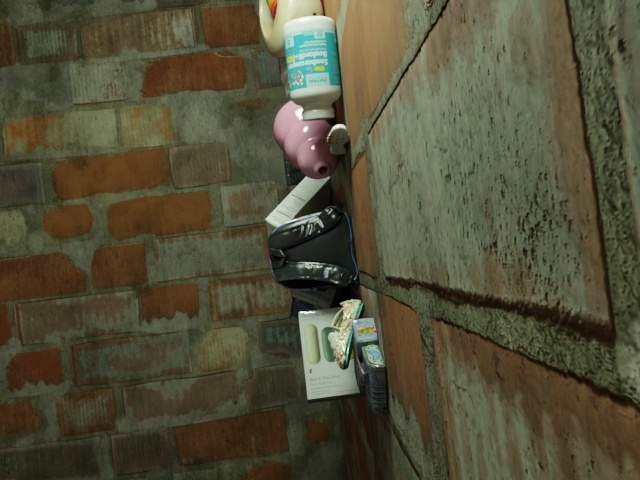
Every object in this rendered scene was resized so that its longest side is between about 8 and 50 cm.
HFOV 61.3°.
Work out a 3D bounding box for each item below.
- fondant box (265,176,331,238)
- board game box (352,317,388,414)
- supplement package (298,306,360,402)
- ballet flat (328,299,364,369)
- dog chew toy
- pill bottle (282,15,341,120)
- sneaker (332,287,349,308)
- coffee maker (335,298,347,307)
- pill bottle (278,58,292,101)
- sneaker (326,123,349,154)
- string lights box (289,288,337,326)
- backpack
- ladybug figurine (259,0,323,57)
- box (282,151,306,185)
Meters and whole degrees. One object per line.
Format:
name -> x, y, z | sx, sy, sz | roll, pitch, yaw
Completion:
fondant box -> -0.081, -0.098, 2.218 | 0.330, 0.096, 0.238 | -49, -26, -29
board game box -> 0.122, 0.309, 1.383 | 0.194, 0.060, 0.194 | -104, 7, -69
supplement package -> 0.041, 0.360, 1.695 | 0.198, 0.199, 0.262 | 93, 170, -70
ballet flat -> 0.064, 0.259, 1.500 | 0.241, 0.077, 0.091 | -66, -22, -50
dog chew toy -> -0.033, -0.318, 1.744 | 0.332, 0.207, 0.206 | -112, 13, -45
pill bottle -> -0.019, -0.470, 1.498 | 0.146, 0.146, 0.264 | -115, 17, -80
sneaker -> 0.026, 0.131, 1.963 | 0.134, 0.146, 0.343 | -106, 13, -71
coffee maker -> 0.081, 0.327, 1.930 | 0.178, 0.120, 0.171 | 92, -163, -64
pill bottle -> -0.075, -0.658, 1.989 | 0.160, 0.160, 0.283 | 94, 168, -75
sneaker -> 0.046, -0.296, 1.508 | 0.158, 0.061, 0.065 | 97, 172, -75
string lights box -> -0.029, 0.227, 1.878 | 0.259, 0.133, 0.076 | 103, -170, -57
backpack -> -0.028, 0.040, 1.689 | 0.213, 0.263, 0.276 | 97, 165, -78
ladybug figurine -> -0.098, -0.778, 1.791 | 0.305, 0.162, 0.449 | 111, 153, -43
box -> -0.075, -0.365, 2.437 | 0.059, 0.183, 0.232 | -99, 3, -50
